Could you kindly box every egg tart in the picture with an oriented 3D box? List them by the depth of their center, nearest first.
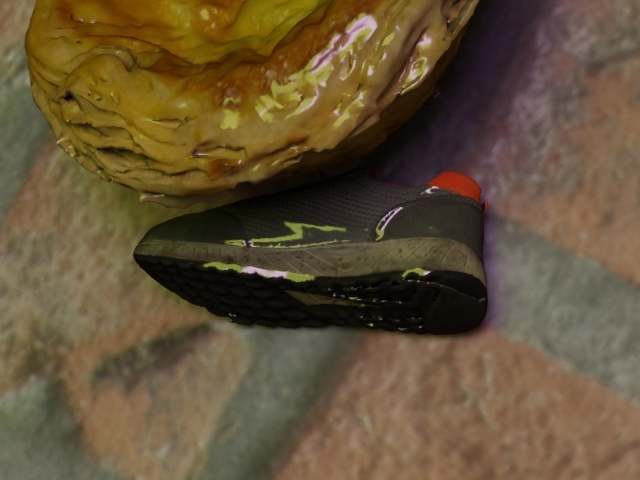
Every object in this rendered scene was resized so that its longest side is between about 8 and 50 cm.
[{"bbox_3d":[-0.016,-0.125,0.829,0.295,0.116,0.295,-21,44,22],"label":"egg tart"}]

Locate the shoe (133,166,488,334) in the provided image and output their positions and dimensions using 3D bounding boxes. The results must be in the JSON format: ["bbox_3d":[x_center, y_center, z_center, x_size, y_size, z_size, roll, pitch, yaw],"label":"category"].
[{"bbox_3d":[-0.001,0.000,0.835,0.194,0.074,0.077,4,64,24],"label":"shoe"}]
